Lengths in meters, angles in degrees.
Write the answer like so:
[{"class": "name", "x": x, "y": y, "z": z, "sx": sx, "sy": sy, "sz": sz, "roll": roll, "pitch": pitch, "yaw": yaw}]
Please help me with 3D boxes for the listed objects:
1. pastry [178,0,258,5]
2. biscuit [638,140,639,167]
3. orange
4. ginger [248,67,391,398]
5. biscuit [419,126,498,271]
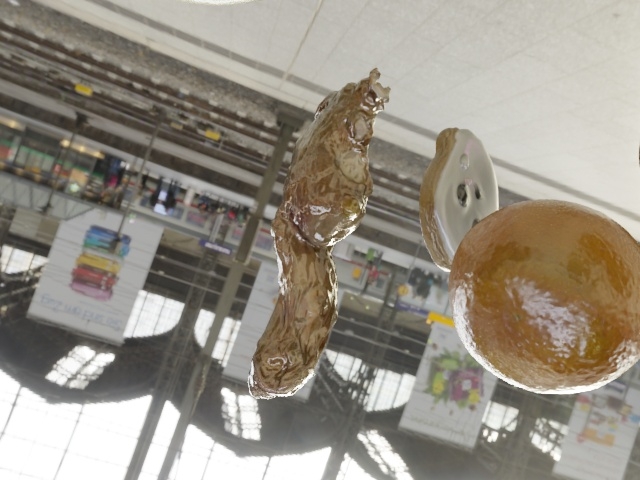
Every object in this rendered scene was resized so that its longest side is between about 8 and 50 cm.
[{"class": "pastry", "x": -0.062, "y": -0.271, "z": 0.376, "sx": 0.264, "sy": 0.133, "sz": 0.265, "roll": -14, "pitch": 160, "yaw": -5}, {"class": "biscuit", "x": 0.321, "y": -0.038, "z": 0.455, "sx": 0.124, "sy": 0.175, "sz": 0.026, "roll": -15, "pitch": 163, "yaw": -12}, {"class": "orange", "x": 0.225, "y": 0.052, "z": 0.568, "sx": 0.206, "sy": 0.206, "sz": 0.206, "roll": 19, "pitch": 179, "yaw": 1}, {"class": "ginger", "x": 0.001, "y": -0.002, "z": 0.507, "sx": 0.084, "sy": 0.290, "sz": 0.122, "roll": 18, "pitch": 174, "yaw": -34}, {"class": "biscuit", "x": 0.208, "y": -0.054, "z": 0.828, "sx": 0.049, "sy": 0.208, "sz": 0.181, "roll": -6, "pitch": 135, "yaw": 40}]
